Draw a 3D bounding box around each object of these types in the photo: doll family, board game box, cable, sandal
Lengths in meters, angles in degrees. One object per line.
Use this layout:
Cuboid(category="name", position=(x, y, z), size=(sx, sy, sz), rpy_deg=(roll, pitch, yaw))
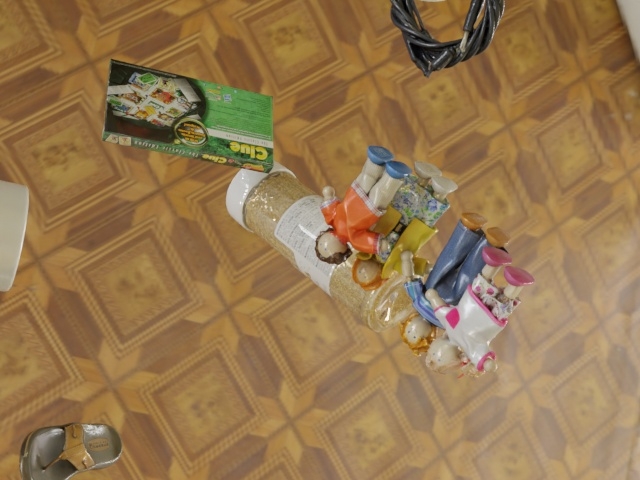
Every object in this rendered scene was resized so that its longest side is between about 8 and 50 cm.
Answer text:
Cuboid(category="doll family", position=(0.110, 0.030, 1.012), size=(0.263, 0.163, 0.118), rpy_deg=(45, 30, 24))
Cuboid(category="board game box", position=(-0.196, -0.186, 1.480), size=(0.260, 0.030, 0.136), rpy_deg=(11, 56, -21))
Cuboid(category="cable", position=(0.152, -0.302, 1.208), size=(0.047, 0.150, 0.184), rpy_deg=(8, 58, -40))
Cuboid(category="sandal", position=(-0.342, 0.299, 1.388), size=(0.219, 0.060, 0.090), rpy_deg=(9, 61, -63))

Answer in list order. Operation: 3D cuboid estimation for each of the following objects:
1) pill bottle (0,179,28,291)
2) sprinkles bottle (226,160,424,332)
Cuboid(category="pill bottle", position=(-0.483, -0.027, 1.068), size=(0.302, 0.169, 0.169), rpy_deg=(10, 83, -23))
Cuboid(category="sprinkles bottle", position=(0.000, 0.000, 1.538), size=(0.121, 0.355, 0.121), rpy_deg=(-29, 138, -29))
